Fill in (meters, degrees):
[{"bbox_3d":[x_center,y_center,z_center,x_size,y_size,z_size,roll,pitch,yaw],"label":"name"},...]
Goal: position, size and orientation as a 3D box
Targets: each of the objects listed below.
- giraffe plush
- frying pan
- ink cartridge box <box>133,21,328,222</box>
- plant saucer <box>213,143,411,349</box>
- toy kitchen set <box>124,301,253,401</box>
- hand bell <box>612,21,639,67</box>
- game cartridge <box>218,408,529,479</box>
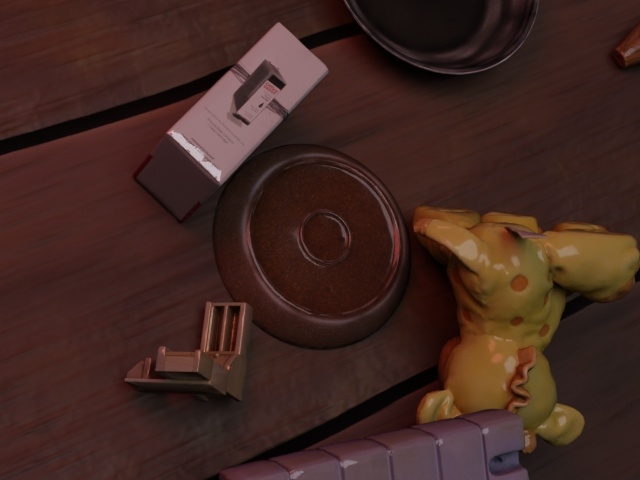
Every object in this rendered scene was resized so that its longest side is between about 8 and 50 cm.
[{"bbox_3d":[0.144,0.070,1.175,0.181,0.210,0.170,8,96,11],"label":"giraffe plush"},{"bbox_3d":[0.106,-0.285,1.318,0.197,0.053,0.326,20,66,-17],"label":"frying pan"},{"bbox_3d":[-0.068,-0.089,1.158,0.056,0.099,0.135,44,62,-5],"label":"ink cartridge box"},{"bbox_3d":[0.000,0.000,1.201,0.168,0.029,0.168,7,71,-21],"label":"plant saucer"},{"bbox_3d":[-0.099,0.073,1.119,0.068,0.083,0.075,-1,70,20],"label":"toy kitchen set"},{"bbox_3d":[0.365,-0.222,1.394,0.242,0.126,0.126,-30,88,-16],"label":"hand bell"},{"bbox_3d":[0.051,0.310,1.066,0.230,0.068,0.355,-8,96,-21],"label":"game cartridge"}]
